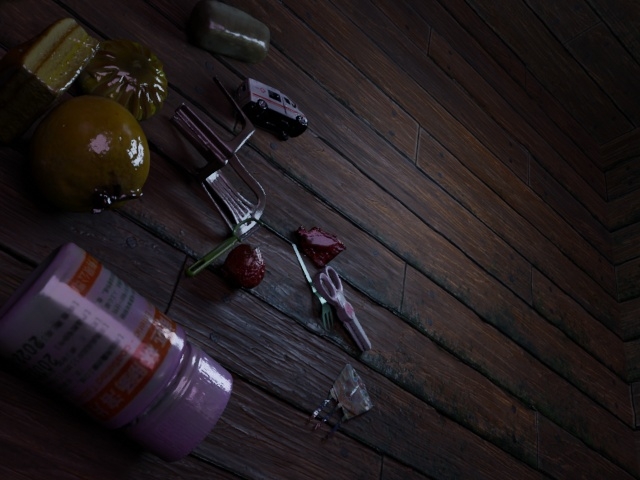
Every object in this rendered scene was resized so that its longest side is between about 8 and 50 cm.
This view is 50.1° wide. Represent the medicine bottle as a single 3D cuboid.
[{"bbox_3d":[-0.357,0.201,1.193,0.388,0.219,0.219,44,43,-19],"label":"medicine bottle"}]

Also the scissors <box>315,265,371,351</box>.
[{"bbox_3d":[0.062,0.182,1.766,0.242,0.030,0.118,61,24,-6],"label":"scissors"}]

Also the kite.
[{"bbox_3d":[0.051,0.401,1.656,0.127,0.016,0.229,55,40,-2],"label":"kite"}]

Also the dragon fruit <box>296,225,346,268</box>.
[{"bbox_3d":[0.003,-0.001,1.793,0.131,0.063,0.097,49,42,-14],"label":"dragon fruit"}]

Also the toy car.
[{"bbox_3d":[-0.131,-0.351,1.838,0.210,0.089,0.108,17,52,-35],"label":"toy car"}]

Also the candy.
[{"bbox_3d":[-0.240,-0.553,1.828,0.234,0.102,0.104,4,65,-43],"label":"candy"}]

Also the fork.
[{"bbox_3d":[-0.018,0.114,1.740,0.039,0.021,0.235,-16,81,-52],"label":"fork"}]

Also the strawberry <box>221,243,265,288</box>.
[{"bbox_3d":[-0.168,0.058,1.560,0.106,0.106,0.106,24,53,-35],"label":"strawberry"}]

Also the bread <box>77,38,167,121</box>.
[{"bbox_3d":[-0.432,-0.360,1.524,0.213,0.105,0.213,25,53,-38],"label":"bread"}]

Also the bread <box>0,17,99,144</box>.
[{"bbox_3d":[-0.538,-0.297,1.276,0.110,0.234,0.184,42,44,-24],"label":"bread"}]

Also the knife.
[{"bbox_3d":[-0.223,0.010,1.538,0.054,0.015,0.212,37,62,25],"label":"knife"}]

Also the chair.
[{"bbox_3d":[-0.216,-0.178,1.581,0.326,0.183,0.175,46,43,-15],"label":"chair"}]

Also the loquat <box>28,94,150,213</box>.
[{"bbox_3d":[-0.437,-0.156,1.311,0.244,0.244,0.244,24,53,-35],"label":"loquat"}]
